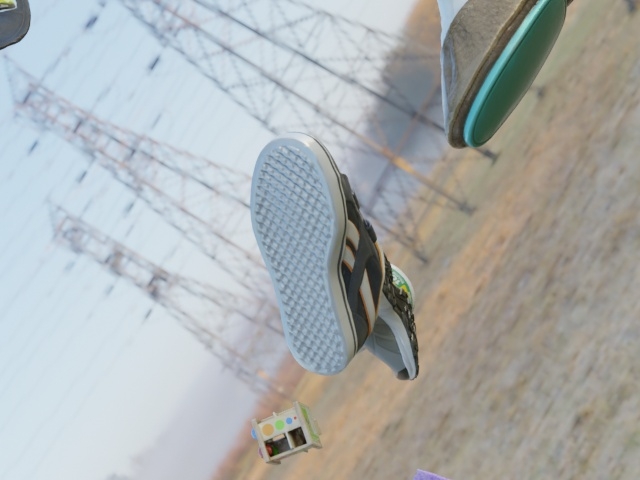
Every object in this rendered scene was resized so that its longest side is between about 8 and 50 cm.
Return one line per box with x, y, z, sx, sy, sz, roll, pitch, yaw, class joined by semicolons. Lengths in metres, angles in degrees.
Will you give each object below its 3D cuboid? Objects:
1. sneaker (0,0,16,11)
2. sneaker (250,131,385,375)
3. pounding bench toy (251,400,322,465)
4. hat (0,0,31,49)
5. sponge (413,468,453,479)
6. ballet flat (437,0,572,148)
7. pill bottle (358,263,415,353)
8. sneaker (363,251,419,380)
-0.314;-0.266;0.995;0.300;0.111;0.121;-140;46;-57;sneaker
0.000;0.000;1.476;0.127;0.126;0.321;-46;-44;-49;sneaker
-0.037;0.224;1.368;0.065;0.052;0.083;-23;-18;7;pounding bench toy
-0.571;-0.308;1.708;0.331;0.331;0.134;-55;-12;-53;hat
0.120;0.334;1.129;0.031;0.117;0.210;22;-100;-53;sponge
0.177;-0.235;1.022;0.342;0.124;0.116;-53;-21;-6;ballet flat
0.054;0.116;1.914;0.208;0.117;0.118;-25;-30;-52;pill bottle
0.070;0.106;1.674;0.271;0.108;0.100;60;-161;-43;sneaker
